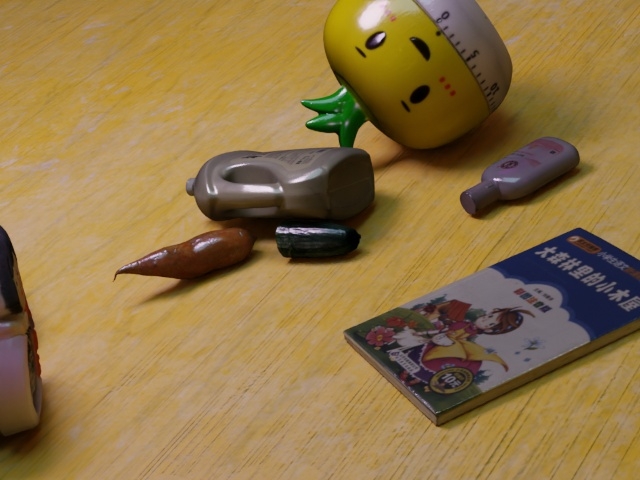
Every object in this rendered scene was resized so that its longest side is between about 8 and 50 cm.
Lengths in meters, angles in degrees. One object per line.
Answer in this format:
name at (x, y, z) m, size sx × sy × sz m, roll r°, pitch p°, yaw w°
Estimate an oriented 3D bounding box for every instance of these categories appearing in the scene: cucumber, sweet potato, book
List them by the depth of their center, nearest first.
book at (0.211, 0.083, 1.671) m, size 0.322 × 0.018 × 0.228 m, roll -24°, pitch 29°, yaw -16°
cucumber at (0.000, 0.000, 1.905) m, size 0.105 × 0.048 × 0.048 m, roll 2°, pitch 32°, yaw 26°
sweet potato at (-0.170, 0.023, 1.930) m, size 0.195 × 0.056 × 0.056 m, roll -15°, pitch 26°, yaw -20°

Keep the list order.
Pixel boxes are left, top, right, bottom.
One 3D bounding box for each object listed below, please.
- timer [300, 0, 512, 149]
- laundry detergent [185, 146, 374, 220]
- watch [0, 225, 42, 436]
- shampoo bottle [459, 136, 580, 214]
timer at (0.095, -0.225, 2.076) m, size 0.285 × 0.285 × 0.285 m, roll -12°, pitch 27°, yaw 6°
laundry detergent at (-0.068, -0.071, 1.994) m, size 0.253 × 0.091 × 0.181 m, roll 0°, pitch 13°, yaw 30°
watch at (-0.433, 0.113, 1.695) m, size 0.231 × 0.244 × 0.196 m, roll -8°, pitch 28°, yaw -2°
shampoo bottle at (0.247, -0.082, 1.937) m, size 0.165 × 0.040 × 0.080 m, roll -28°, pitch 31°, yaw -26°
